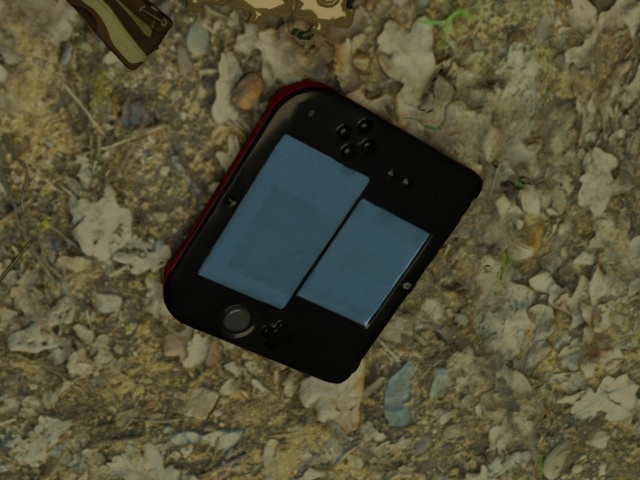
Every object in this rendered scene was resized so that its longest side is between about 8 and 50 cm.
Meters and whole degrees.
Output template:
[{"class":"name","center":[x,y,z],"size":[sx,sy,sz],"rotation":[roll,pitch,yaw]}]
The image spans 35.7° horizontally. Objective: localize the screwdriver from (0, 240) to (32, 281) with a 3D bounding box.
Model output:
[{"class":"screwdriver","center":[-0.439,0.064,1.334],"size":[0.024,0.025,0.170],"rotation":[37,93,-25]}]

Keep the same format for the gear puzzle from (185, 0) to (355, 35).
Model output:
[{"class":"gear puzzle","center":[-0.107,-0.359,1.201],"size":[0.339,0.044,0.175],"rotation":[7,113,-15]}]

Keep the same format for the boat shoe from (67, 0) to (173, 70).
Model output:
[{"class":"boat shoe","center":[-0.261,-0.313,1.140],"size":[0.095,0.095,0.257],"rotation":[-41,141,-1]}]

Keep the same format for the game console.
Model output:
[{"class":"game console","center":[0.000,0.000,1.387],"size":[0.342,0.060,0.386],"rotation":[28,106,-24]}]
